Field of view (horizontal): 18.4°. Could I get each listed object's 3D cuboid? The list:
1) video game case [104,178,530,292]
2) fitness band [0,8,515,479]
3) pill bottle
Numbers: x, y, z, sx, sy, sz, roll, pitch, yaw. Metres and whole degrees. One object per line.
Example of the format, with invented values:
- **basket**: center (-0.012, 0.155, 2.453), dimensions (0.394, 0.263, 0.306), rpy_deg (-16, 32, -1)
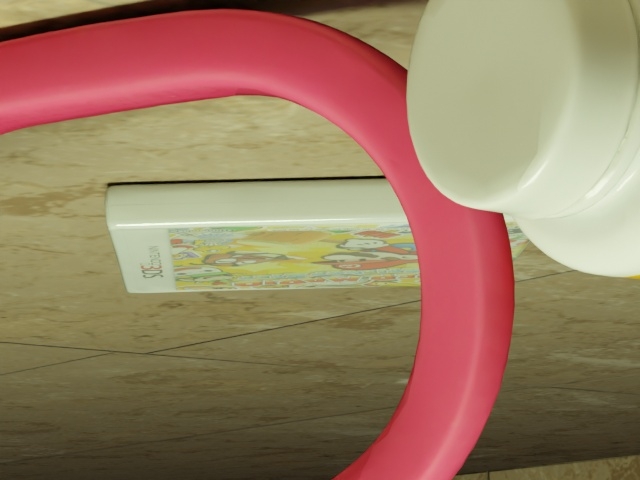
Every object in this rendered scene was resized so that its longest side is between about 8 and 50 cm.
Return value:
- **video game case**: center (0.000, 0.000, 1.092), dimensions (0.227, 0.026, 0.206), rpy_deg (-2, 169, -3)
- **fitness band**: center (-0.072, 0.025, 0.721), dimensions (0.290, 0.209, 0.054), rpy_deg (-6, 171, 23)
- **pill bottle**: center (0.138, -0.043, 0.654), dimensions (0.215, 0.117, 0.117), rpy_deg (6, 167, -34)
